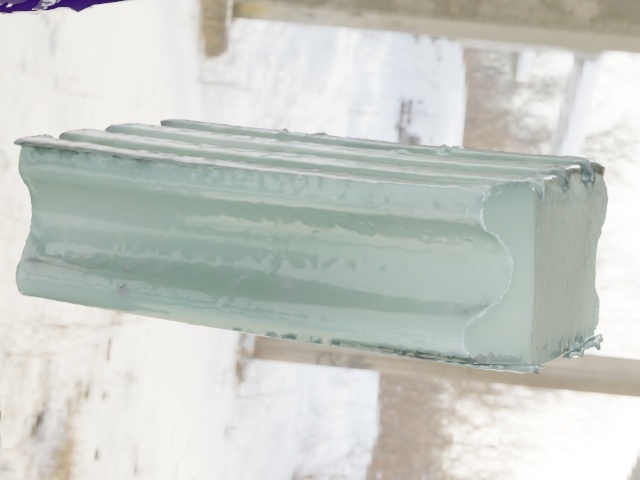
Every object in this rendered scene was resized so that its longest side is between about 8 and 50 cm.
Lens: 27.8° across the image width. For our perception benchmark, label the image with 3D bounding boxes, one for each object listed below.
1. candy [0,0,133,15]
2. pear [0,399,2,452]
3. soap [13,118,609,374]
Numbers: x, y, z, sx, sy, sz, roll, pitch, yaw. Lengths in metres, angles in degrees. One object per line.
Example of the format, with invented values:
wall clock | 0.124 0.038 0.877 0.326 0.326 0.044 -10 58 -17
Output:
candy | -0.084 -0.135 0.556 0.145 0.275 0.070 -128 -152 -65
pear | -0.352 0.130 0.706 0.391 0.391 0.391 5 90 -87
soap | 0.000 0.000 0.618 0.150 0.261 0.094 -17 113 -62
